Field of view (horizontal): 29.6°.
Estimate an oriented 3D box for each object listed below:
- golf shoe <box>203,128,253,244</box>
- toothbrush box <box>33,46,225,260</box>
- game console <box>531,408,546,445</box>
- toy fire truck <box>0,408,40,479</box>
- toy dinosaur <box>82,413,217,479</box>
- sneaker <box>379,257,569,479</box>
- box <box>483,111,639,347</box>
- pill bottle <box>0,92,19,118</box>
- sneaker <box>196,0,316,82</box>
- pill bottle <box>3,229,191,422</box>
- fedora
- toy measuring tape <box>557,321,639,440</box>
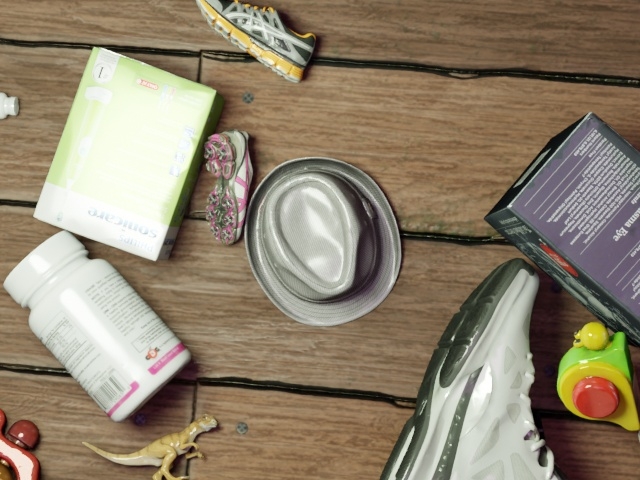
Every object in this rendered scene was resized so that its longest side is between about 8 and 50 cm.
[{"bbox_3d":[-0.135,-0.084,1.927,0.067,0.086,0.186,17,115,36],"label":"golf shoe"},{"bbox_3d":[-0.297,-0.133,1.911,0.206,0.122,0.283,19,90,3],"label":"toothbrush box"},{"bbox_3d":[0.296,0.336,1.933,0.122,0.071,0.107,-8,59,2],"label":"game console"},{"bbox_3d":[-0.579,0.363,1.914,0.302,0.169,0.254,31,73,2],"label":"toy fire truck"},{"bbox_3d":[-0.260,0.345,1.945,0.212,0.064,0.112,-19,71,-6],"label":"toy dinosaur"},{"bbox_3d":[0.286,0.266,1.856,0.257,0.169,0.447,28,77,-6],"label":"sneaker"},{"bbox_3d":[0.424,-0.002,1.763,0.312,0.343,0.179,40,90,3],"label":"box"},{"bbox_3d":[-0.533,-0.218,1.962,0.083,0.043,0.043,2,90,3],"label":"pill bottle"},{"bbox_3d":[-0.104,-0.340,1.927,0.215,0.084,0.083,34,89,-7],"label":"sneaker"},{"bbox_3d":[-0.350,0.131,1.892,0.160,0.160,0.283,-42,88,2],"label":"pill bottle"},{"bbox_3d":[0.000,0.000,1.893,0.244,0.124,0.275,-16,89,3],"label":"fedora"},{"bbox_3d":[0.431,0.261,1.850,0.121,0.121,0.330,-18,119,3],"label":"toy measuring tape"}]
